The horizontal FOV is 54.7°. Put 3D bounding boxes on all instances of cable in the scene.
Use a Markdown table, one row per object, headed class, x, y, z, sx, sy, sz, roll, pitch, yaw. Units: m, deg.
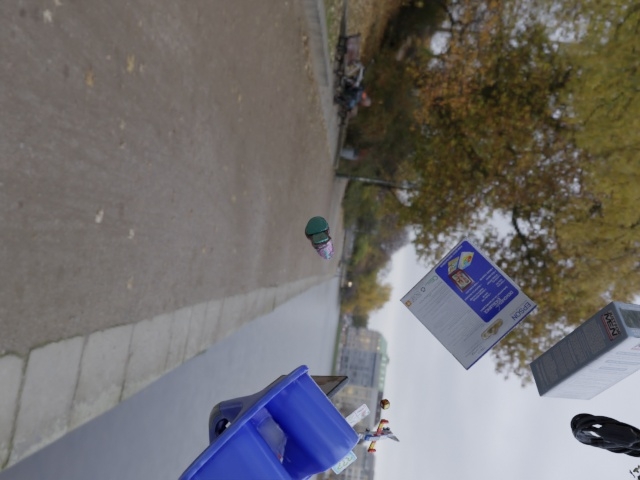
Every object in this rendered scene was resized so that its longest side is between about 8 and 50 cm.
| class | x | y | z | sx | sy | sz | roll | pitch | yaw |
| --- | --- | --- | --- | --- | --- | --- | --- | --- | --- |
| cable | 0.544 | 0.358 | 1.119 | 0.184 | 0.150 | 0.047 | -10 | -123 | 54 |

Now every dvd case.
| class | x | y | z | sx | sy | sz | roll | pitch | yaw |
| --- | --- | --- | --- | --- | --- | --- | --- | --- | --- |
| dvd case | -0.065 | 0.438 | 1.789 | 0.180 | 0.253 | 0.022 | -29 | 106 | -52 |

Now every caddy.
| class | x | y | z | sx | sy | sz | roll | pitch | yaw |
| --- | --- | --- | --- | --- | --- | --- | --- | --- | --- |
| caddy | -0.098 | 0.312 | 0.902 | 0.241 | 0.179 | 0.341 | -37 | 167 | -36 |

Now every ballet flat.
| class | x | y | z | sx | sy | sz | roll | pitch | yaw |
| --- | --- | --- | --- | --- | --- | --- | --- | --- | --- |
| ballet flat | 0.000 | 0.000 | 1.804 | 0.221 | 0.076 | 0.079 | -111 | -175 | -68 |

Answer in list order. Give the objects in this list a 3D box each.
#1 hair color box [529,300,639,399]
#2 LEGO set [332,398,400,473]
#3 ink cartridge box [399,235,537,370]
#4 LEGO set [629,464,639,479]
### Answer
| class | x | y | z | sx | sy | sz | roll | pitch | yaw |
| --- | --- | --- | --- | --- | --- | --- | --- | --- | --- |
| hair color box | 0.783 | 0.319 | 1.736 | 0.374 | 0.185 | 0.114 | 120 | -29 | -48 |
| LEGO set | 0.118 | 0.563 | 1.769 | 0.060 | 0.244 | 0.182 | 42 | -15 | 51 |
| ink cartridge box | 0.466 | 0.197 | 1.974 | 0.303 | 0.307 | 0.072 | -46 | 169 | 13 |
| LEGO set | 0.635 | 0.461 | 1.222 | 0.023 | 0.054 | 0.083 | 61 | -13 | -1 |
